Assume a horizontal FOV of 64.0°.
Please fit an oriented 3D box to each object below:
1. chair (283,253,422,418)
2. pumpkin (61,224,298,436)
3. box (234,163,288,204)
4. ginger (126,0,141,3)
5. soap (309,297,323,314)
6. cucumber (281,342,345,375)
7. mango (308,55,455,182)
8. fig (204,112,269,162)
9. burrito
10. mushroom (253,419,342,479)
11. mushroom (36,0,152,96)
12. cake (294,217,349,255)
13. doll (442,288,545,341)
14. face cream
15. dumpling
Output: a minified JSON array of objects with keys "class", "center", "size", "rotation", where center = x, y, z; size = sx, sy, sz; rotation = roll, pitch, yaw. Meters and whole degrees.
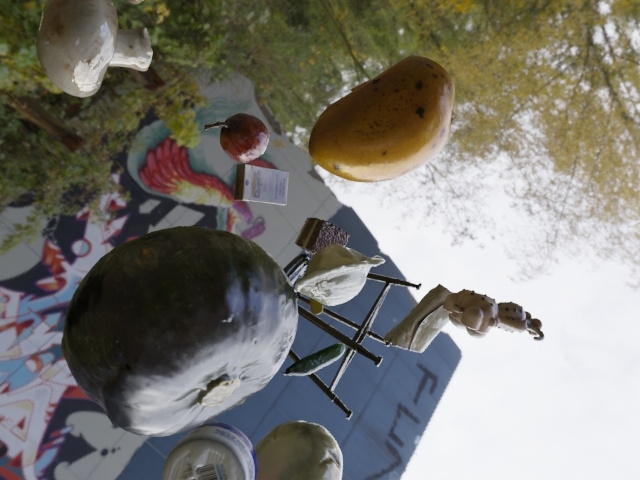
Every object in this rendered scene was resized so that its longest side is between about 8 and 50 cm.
[{"class":"chair","center":[0.037,0.262,1.693],"size":[0.364,0.410,0.361],"rotation":[-49,163,-43]},{"class":"pumpkin","center":[-0.267,0.167,1.017],"size":[0.455,0.454,0.344],"rotation":[-38,-124,4]},{"class":"box","center":[-0.086,-0.081,0.755],"size":[0.024,0.083,0.053],"rotation":[5,-90,48]},{"class":"ginger","center":[-0.367,-0.566,1.099],"size":[0.080,0.104,0.204],"rotation":[-42,-157,40]},{"class":"soap","center":[-0.013,0.131,1.207],"size":[0.034,0.089,0.012],"rotation":[-16,163,23]},{"class":"cucumber","center":[-0.013,0.248,1.047],"size":[0.155,0.037,0.037],"rotation":[-17,-174,-32]},{"class":"mango","center":[0.117,-0.205,0.935],"size":[0.291,0.190,0.160],"rotation":[-28,-172,-4]},{"class":"fig","center":[-0.204,-0.263,1.276],"size":[0.128,0.150,0.128],"rotation":[-54,-168,17]},{"class":"burrito","center":[0.361,0.287,1.813],"size":[0.299,0.143,0.105],"rotation":[-45,-149,-10]},{"class":"mushroom","center":[-0.093,0.675,1.437],"size":[0.315,0.315,0.355],"rotation":[-65,176,-52]},{"class":"mushroom","center":[-0.624,-0.540,1.430],"size":[0.298,0.290,0.297],"rotation":[-17,-111,53]},{"class":"cake","center":[0.000,0.000,1.836],"size":[0.147,0.135,0.134],"rotation":[3,-115,56]},{"class":"doll","center":[0.478,0.211,1.404],"size":[0.154,0.278,0.119],"rotation":[-115,-139,-72]},{"class":"face cream","center":[-0.257,0.541,1.191],"size":[0.206,0.205,0.111],"rotation":[-37,176,5]},{"class":"dumpling","center":[0.047,0.067,1.104],"size":[0.167,0.216,0.125],"rotation":[-27,-125,39]}]
